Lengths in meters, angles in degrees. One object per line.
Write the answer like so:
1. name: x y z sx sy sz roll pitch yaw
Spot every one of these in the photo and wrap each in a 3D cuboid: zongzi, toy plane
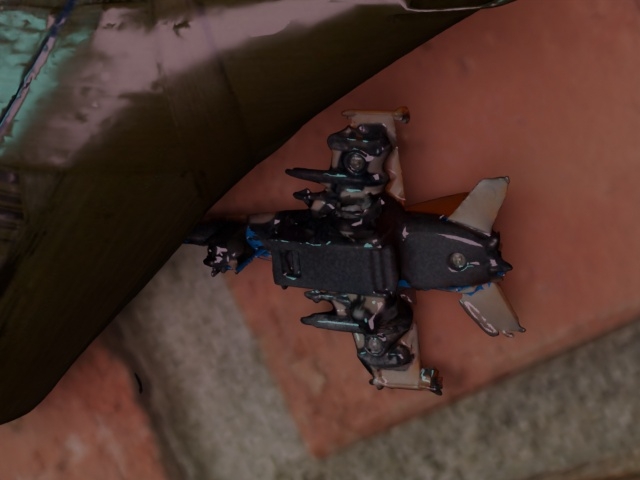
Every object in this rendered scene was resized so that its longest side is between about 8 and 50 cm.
1. zongzi: -0.060 -0.020 0.815 0.289 0.123 0.260 15 96 22
2. toy plane: -0.004 0.004 0.853 0.188 0.062 0.135 0 112 13
